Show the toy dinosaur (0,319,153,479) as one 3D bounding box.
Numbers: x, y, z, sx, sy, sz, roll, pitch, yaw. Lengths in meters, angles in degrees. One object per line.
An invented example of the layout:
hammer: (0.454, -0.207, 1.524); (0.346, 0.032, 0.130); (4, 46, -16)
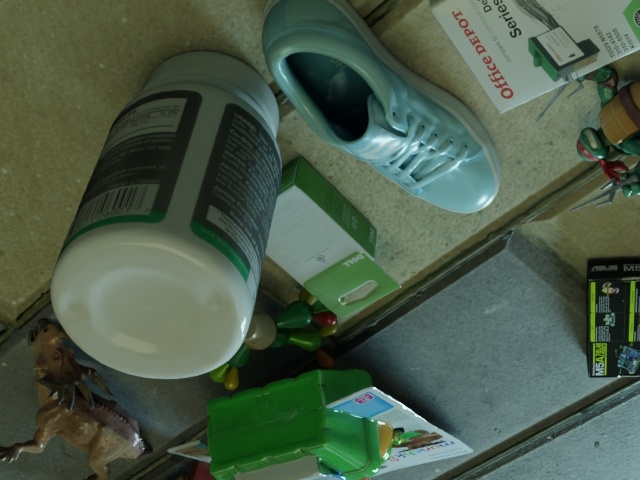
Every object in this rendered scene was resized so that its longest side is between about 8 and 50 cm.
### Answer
toy dinosaur: (-0.341, 0.266, 1.708); (0.296, 0.127, 0.200); (35, 119, -28)

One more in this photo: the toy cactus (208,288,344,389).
toy cactus: (-0.070, 0.135, 1.534); (0.219, 0.112, 0.180); (-22, 164, 13)

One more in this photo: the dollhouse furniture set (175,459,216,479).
dollhouse furniture set: (-0.135, 0.530, 1.879); (0.374, 0.152, 0.201); (37, 125, -22)

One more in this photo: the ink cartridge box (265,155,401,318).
ink cartridge box: (0.000, 0.000, 1.465); (0.109, 0.062, 0.209); (-31, 120, 30)

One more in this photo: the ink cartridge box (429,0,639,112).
ink cartridge box: (0.244, -0.253, 1.194); (0.219, 0.092, 0.160); (-25, 122, 26)

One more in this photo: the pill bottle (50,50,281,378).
pill bottle: (-0.151, -0.043, 1.251); (0.204, 0.361, 0.204); (4, 131, 5)

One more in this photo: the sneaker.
sneaker: (0.064, -0.125, 1.291); (0.366, 0.150, 0.135); (37, 126, -22)

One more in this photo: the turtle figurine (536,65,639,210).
turtle figurine: (0.343, -0.146, 1.263); (0.234, 0.118, 0.175); (-43, 73, 33)

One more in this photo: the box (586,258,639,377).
box: (0.444, 0.103, 1.506); (0.184, 0.045, 0.190); (-2, 131, 12)

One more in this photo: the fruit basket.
fruit basket: (0.009, 0.312, 1.649); (0.327, 0.165, 0.353); (-18, 144, 22)
